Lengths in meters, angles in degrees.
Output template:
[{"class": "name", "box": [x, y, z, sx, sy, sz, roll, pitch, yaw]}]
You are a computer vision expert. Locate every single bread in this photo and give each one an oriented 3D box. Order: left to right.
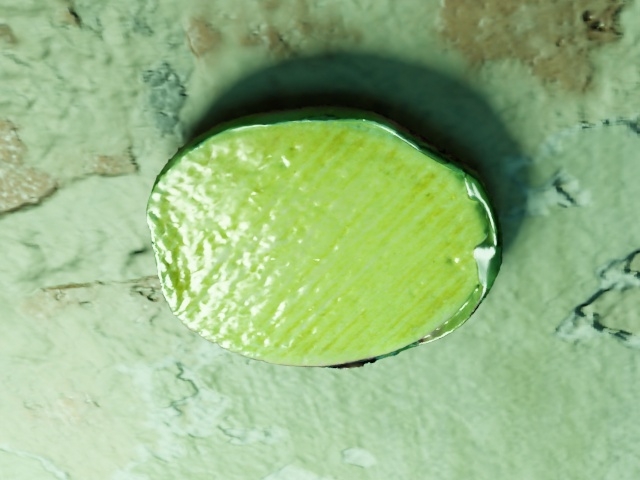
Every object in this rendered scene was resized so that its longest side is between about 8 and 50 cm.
[{"class": "bread", "box": [0.000, 0.000, 0.844, 0.228, 0.033, 0.228, 2, 137, 2]}]
